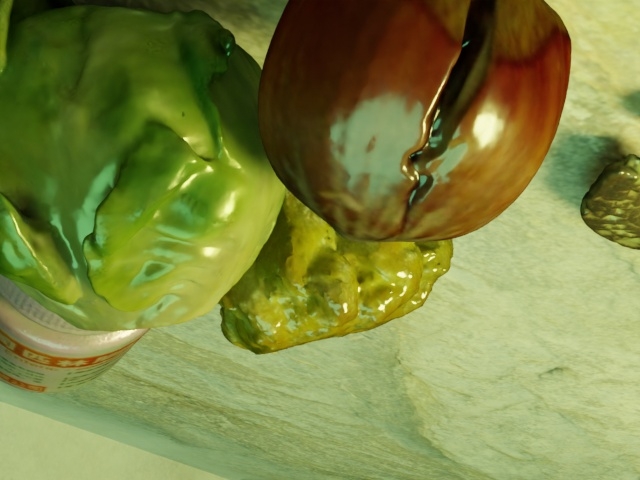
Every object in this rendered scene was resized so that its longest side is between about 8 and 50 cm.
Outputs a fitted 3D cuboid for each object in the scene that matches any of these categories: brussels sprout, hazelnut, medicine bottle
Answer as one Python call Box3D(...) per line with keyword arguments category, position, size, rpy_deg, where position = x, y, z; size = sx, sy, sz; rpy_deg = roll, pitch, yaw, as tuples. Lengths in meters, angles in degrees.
Box3D(category="brussels sprout", position=(-0.159, -0.065, 0.782), size=(0.259, 0.227, 0.294), rpy_deg=(-7, 111, 12))
Box3D(category="hazelnut", position=(0.065, -0.097, 0.688), size=(0.212, 0.181, 0.181), rpy_deg=(19, 158, -19))
Box3D(category="medicine bottle", position=(-0.265, 0.027, 1.085), size=(0.219, 0.219, 0.388), rpy_deg=(17, 156, -17))

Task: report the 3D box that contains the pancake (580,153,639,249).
Box3D(category="pancake", position=(0.378, -0.032, 0.893), size=(0.286, 0.033, 0.288), rpy_deg=(14, 160, -14))

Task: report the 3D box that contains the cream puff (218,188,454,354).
Box3D(category="cream puff", position=(0.000, 0.017, 0.967), size=(0.196, 0.244, 0.244), rpy_deg=(48, 152, -1))
